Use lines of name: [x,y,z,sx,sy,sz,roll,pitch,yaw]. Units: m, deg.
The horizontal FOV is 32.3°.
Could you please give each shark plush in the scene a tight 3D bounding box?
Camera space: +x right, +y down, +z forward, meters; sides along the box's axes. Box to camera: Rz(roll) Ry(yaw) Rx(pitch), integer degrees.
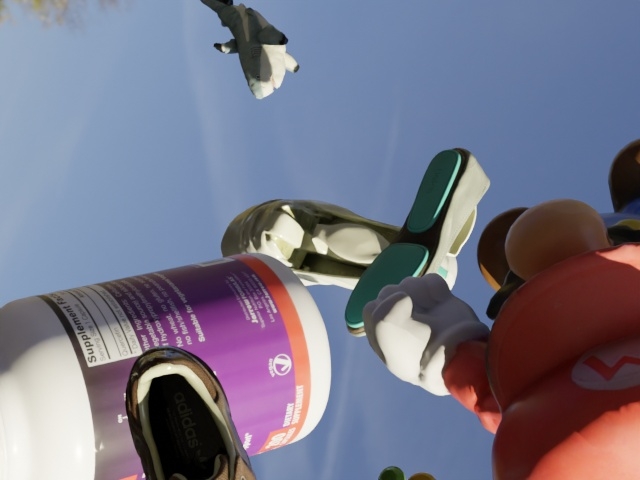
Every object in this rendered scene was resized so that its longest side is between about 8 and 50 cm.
shark plush: [-0.092,-0.235,1.255,0.067,0.161,0.073,-39,169,-4]

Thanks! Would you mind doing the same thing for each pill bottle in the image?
pill bottle: [-0.163,0.123,0.948,0.181,0.323,0.182,24,-61,52]

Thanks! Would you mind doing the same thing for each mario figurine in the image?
mario figurine: [0.120,0.011,0.476,0.320,0.170,0.198,-57,170,-73]

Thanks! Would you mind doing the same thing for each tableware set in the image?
tableware set: [0.127,0.343,1.369,0.154,0.024,0.104,14,-107,33]

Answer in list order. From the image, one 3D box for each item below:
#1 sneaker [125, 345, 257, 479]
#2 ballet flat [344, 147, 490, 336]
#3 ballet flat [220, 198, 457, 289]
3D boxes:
sneaker: [-0.055,0.142,0.546,0.071,0.066,0.188,84,-19,-78]
ballet flat: [0.099,0.011,1.034,0.072,0.068,0.213,7,-119,51]
ballet flat: [0.000,0.000,1.555,0.400,0.139,0.139,12,-96,33]
